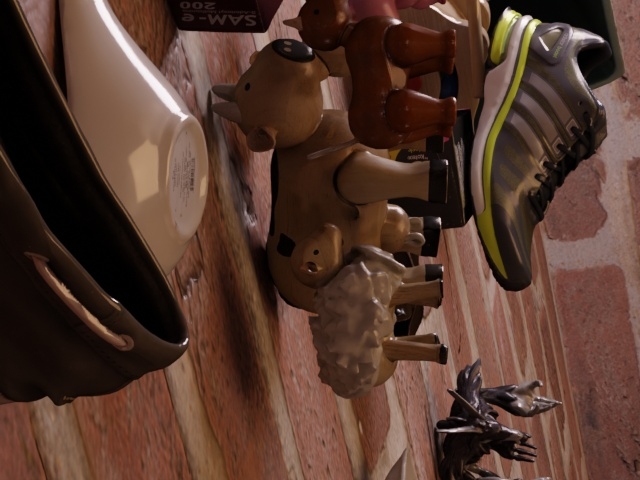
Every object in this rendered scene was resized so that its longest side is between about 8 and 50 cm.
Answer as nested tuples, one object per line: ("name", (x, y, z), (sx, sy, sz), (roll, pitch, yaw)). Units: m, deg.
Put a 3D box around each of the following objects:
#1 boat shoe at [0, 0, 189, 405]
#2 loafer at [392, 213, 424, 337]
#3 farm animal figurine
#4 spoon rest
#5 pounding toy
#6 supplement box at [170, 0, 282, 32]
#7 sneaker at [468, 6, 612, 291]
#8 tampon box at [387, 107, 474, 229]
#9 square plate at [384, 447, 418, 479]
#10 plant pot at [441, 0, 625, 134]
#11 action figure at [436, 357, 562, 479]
("boat shoe", (-0.143, -0.071, 0.696), (0.112, 0.096, 0.335), (-81, 158, -53))
("loafer", (0.060, 0.041, 1.525), (0.220, 0.080, 0.078), (60, 24, -58))
("farm animal figurine", (0.008, -0.084, 1.246), (0.330, 0.172, 0.326), (-84, 174, -71))
("spoon rest", (-0.109, -0.102, 0.953), (0.137, 0.084, 0.276), (4, 91, -75))
("pounding toy", (0.097, -0.185, 1.738), (0.155, 0.154, 0.269), (-80, 177, -53))
("supplement box", (-0.070, -0.273, 1.110), (0.130, 0.073, 0.239), (-63, 148, -45))
("sneaker", (0.215, -0.092, 1.614), (0.111, 0.121, 0.299), (58, 38, -64))
("tampon box", (0.087, -0.067, 1.624), (0.161, 0.121, 0.101), (-38, 120, -75))
("square plate", (0.082, 0.417, 1.443), (0.347, 0.049, 0.344), (-76, 153, -60))
("plant pot", (0.213, -0.322, 2.108), (0.247, 0.248, 0.252), (63, 7, -53))
("action figure", (0.212, 0.236, 1.930), (0.275, 0.141, 0.164), (54, 41, -66))
